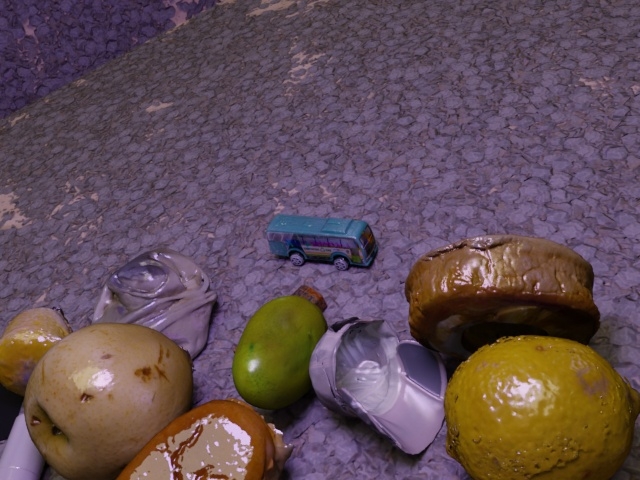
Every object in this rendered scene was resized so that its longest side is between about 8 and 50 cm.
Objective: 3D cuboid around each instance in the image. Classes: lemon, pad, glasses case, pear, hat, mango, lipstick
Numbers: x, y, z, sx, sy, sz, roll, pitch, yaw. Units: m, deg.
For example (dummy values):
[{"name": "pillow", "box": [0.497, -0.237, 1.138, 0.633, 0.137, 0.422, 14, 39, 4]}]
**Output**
[{"name": "lemon", "box": [0.341, 0.273, 1.036, 0.310, 0.258, 0.258, -15, 42, 13]}, {"name": "pad", "box": [-0.771, 0.379, 1.562, 0.164, 0.004, 0.243, -16, 42, 6]}, {"name": "glasses case", "box": [-0.088, 0.190, 1.449, 0.075, 0.049, 0.218, 26, 59, 39]}, {"name": "pear", "box": [-0.405, 0.304, 1.283, 0.309, 0.309, 0.309, -11, 42, 11]}, {"name": "hat", "box": [0.103, 0.271, 1.223, 0.275, 0.161, 0.232, 42, 48, 20]}, {"name": "mango", "box": [-0.077, 0.226, 1.295, 0.149, 0.185, 0.273, -5, 32, 27]}, {"name": "lipstick", "box": [-0.610, 0.504, 1.301, 0.087, 0.087, 0.326, -11, 42, 11]}]

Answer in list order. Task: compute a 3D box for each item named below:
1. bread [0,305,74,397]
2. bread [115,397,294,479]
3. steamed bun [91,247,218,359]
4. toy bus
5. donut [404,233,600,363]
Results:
[{"name": "bread", "box": [-0.634, 0.260, 1.506, 0.197, 0.197, 0.170, -20, 31, 1]}, {"name": "bread", "box": [-0.232, 0.452, 1.132, 0.236, 0.183, 0.388, 18, 54, 32]}, {"name": "steamed bun", "box": [-0.389, 0.145, 1.504, 0.268, 0.207, 0.280, -2, 47, 20]}, {"name": "toy bus", "box": [0.000, 0.000, 1.576, 0.262, 0.109, 0.091, 4, 41, 24]}, {"name": "donut", "box": [0.314, 0.127, 1.163, 0.330, 0.330, 0.159, -6, 55, 17]}]
